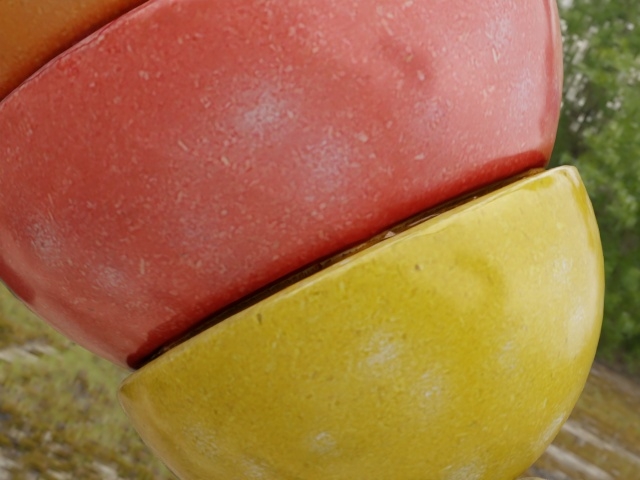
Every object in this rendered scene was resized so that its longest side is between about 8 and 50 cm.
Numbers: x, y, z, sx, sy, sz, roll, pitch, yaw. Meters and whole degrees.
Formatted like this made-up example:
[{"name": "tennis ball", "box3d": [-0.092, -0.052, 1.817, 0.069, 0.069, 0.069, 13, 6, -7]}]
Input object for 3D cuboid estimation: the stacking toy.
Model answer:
[{"name": "stacking toy", "box3d": [0.000, 0.000, 0.471, 0.480, 0.350, 0.350, 64, 14, 8]}]
